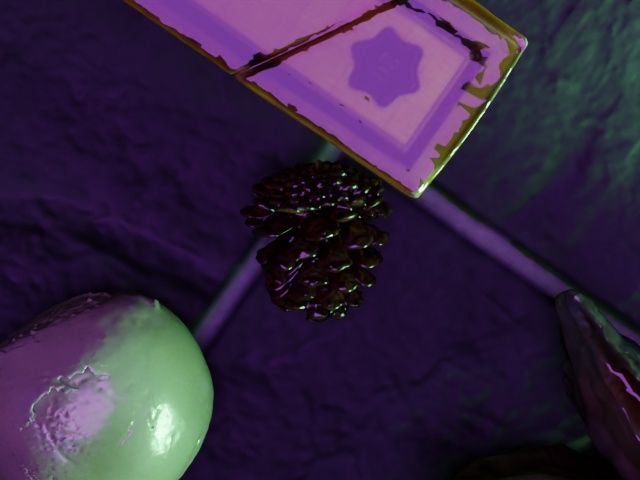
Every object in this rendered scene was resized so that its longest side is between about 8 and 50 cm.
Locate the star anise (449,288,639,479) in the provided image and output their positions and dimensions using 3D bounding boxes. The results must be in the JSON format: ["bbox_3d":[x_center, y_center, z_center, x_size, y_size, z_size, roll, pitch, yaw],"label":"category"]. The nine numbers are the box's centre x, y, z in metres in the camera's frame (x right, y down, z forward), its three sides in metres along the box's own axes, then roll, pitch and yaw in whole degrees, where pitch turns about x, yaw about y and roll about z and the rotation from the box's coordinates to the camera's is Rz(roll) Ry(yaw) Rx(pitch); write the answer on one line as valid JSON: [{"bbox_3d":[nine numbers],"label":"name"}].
[{"bbox_3d":[0.204,0.162,0.757,0.332,0.117,0.331,0,92,-3],"label":"star anise"}]

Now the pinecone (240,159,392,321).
[{"bbox_3d":[0.000,0.000,0.742,0.077,0.077,0.083,-8,106,1],"label":"pinecone"}]

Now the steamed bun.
[{"bbox_3d":[-0.119,0.090,0.749,0.130,0.091,0.112,-22,102,3],"label":"steamed bun"}]

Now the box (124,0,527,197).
[{"bbox_3d":[-0.062,-0.147,0.652,0.301,0.193,0.084,34,99,-7],"label":"box"}]
